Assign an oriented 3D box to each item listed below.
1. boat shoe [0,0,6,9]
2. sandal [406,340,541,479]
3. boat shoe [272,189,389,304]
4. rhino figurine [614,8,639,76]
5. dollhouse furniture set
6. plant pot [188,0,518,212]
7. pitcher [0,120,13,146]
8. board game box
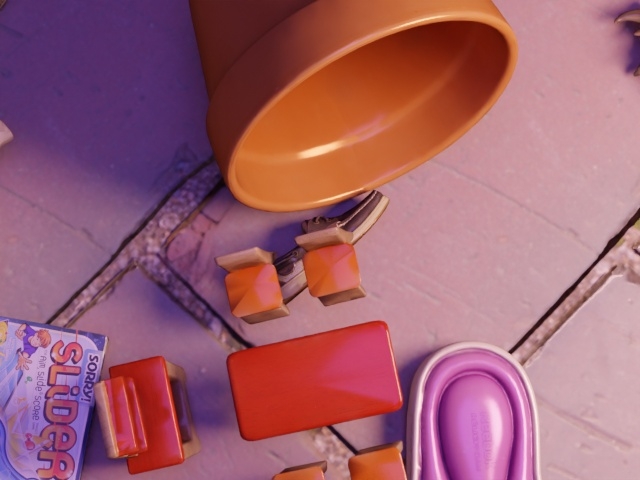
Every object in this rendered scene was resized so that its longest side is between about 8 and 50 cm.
[{"bbox_3d":[-0.384,-0.194,1.743,0.079,0.084,0.233,35,59,5],"label":"boat shoe"},{"bbox_3d":[0.154,0.295,1.706,0.169,0.102,0.416,-11,79,-6],"label":"sandal"},{"bbox_3d":[0.000,0.000,1.770,0.152,0.056,0.049,-43,91,-9],"label":"boat shoe"},{"bbox_3d":[0.400,-0.169,1.821,0.243,0.073,0.106,24,77,1],"label":"rhino figurine"},{"bbox_3d":[-0.057,0.137,1.672,0.259,0.135,0.262,-14,82,9],"label":"dollhouse furniture set"},{"bbox_3d":[0.005,-0.189,1.706,0.291,0.291,0.203,-25,67,-8],"label":"plant pot"},{"bbox_3d":[-0.388,-0.017,1.722,0.177,0.125,0.207,3,69,17],"label":"pitcher"},{"bbox_3d":[-0.281,0.175,1.730,0.136,0.035,0.201,10,80,-3],"label":"board game box"}]
